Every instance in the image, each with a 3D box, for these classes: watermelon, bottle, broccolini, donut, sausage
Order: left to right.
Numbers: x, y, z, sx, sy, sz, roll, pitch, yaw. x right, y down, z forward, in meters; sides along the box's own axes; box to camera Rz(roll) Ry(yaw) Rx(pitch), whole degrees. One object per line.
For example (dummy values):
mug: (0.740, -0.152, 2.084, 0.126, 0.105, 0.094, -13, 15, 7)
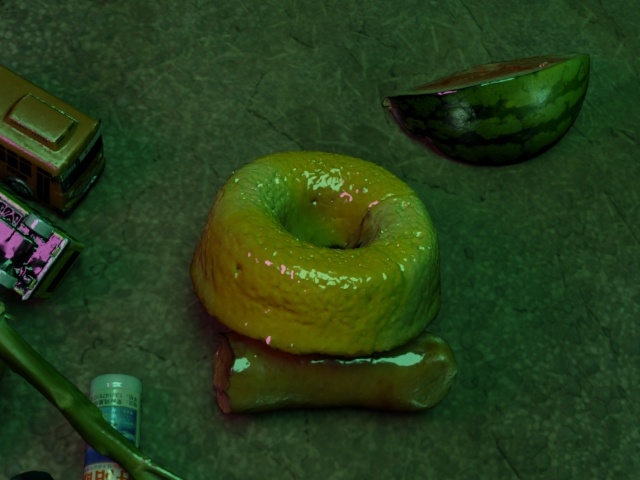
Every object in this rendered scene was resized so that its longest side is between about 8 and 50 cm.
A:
bottle: (-0.215, 0.247, 1.153, 0.060, 0.060, 0.217, 3, 62, -12)
broccolini: (-0.186, 0.201, 1.099, 0.074, 0.079, 0.392, -41, 105, 6)
donut: (0.000, 0.000, 1.243, 0.303, 0.110, 0.303, 5, 33, -4)
sausage: (0.017, 0.142, 1.241, 0.271, 0.109, 0.108, 2, 62, -11)
watermelon: (0.256, -0.168, 1.486, 0.304, 0.159, 0.128, -17, 106, -20)

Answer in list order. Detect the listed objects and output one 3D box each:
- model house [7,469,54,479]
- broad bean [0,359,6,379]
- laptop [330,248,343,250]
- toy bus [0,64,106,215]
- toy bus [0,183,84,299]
model house: (-0.304, 0.391, 0.992, 0.253, 0.184, 0.291, -18, 73, -27)
broad bean: (-0.460, 0.121, 1.126, 0.291, 0.119, 0.238, -17, 59, -24)
laptop: (-0.014, 0.053, 1.279, 0.129, 0.016, 0.180, -3, 31, -16)
toy bus: (-0.350, -0.128, 1.287, 0.201, 0.114, 0.098, 30, 60, 3)
toy bus: (-0.356, -0.014, 1.231, 0.175, 0.101, 0.088, 35, 90, 7)
